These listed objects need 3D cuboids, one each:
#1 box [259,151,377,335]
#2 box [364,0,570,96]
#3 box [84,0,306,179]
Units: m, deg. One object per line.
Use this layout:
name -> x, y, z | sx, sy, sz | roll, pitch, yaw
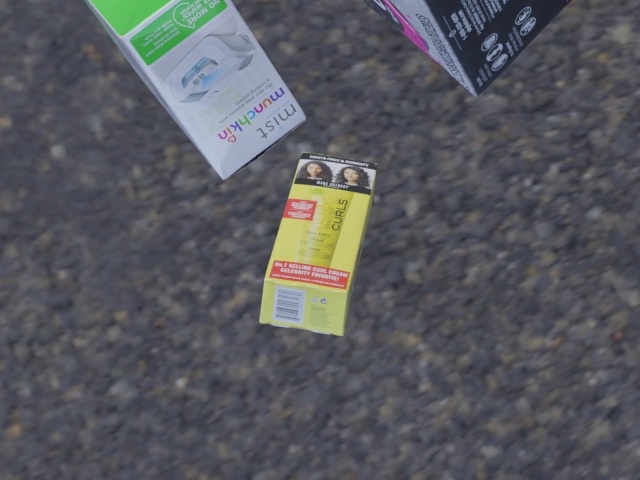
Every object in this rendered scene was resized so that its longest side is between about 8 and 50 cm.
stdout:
box -> 0.000, 0.000, 1.859 | 0.087, 0.232, 0.058 | 10, 126, 5
box -> 0.095, -0.245, 1.379 | 0.163, 0.247, 0.142 | -45, 64, -1
box -> -0.159, -0.234, 2.072 | 0.127, 0.231, 0.262 | -37, 41, -3
